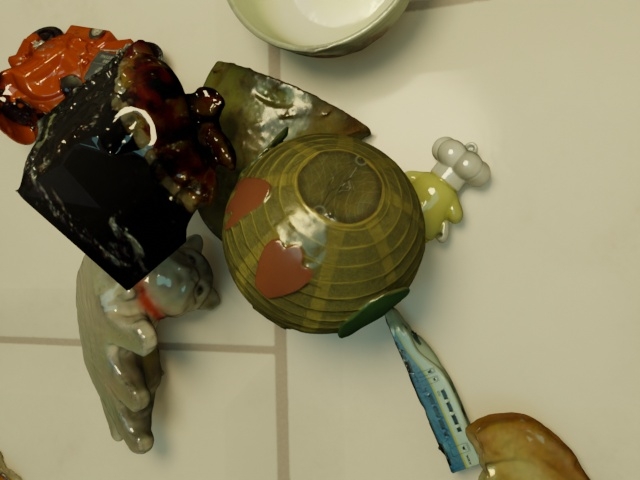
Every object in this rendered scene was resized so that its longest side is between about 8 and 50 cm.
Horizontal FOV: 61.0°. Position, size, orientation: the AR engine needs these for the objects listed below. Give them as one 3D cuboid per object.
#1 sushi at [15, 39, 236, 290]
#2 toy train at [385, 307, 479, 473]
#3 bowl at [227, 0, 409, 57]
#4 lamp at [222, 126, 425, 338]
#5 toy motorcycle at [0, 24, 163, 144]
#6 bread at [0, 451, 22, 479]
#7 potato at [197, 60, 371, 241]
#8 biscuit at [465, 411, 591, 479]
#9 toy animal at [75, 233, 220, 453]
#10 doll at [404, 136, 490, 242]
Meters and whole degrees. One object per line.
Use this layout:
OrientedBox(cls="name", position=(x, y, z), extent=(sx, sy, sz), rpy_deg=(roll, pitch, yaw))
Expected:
OrientedBox(cls="sushi", position=(-0.218, -0.116, 0.660), extent=(0.212, 0.227, 0.215), rpy_deg=(-39, 108, 15))
OrientedBox(cls="toy train", position=(0.153, 0.193, 0.747), extent=(0.051, 0.052, 0.234), rpy_deg=(-24, 83, 12))
OrientedBox(cls="bowl", position=(0.012, -0.374, 0.740), extent=(0.276, 0.145, 0.278), rpy_deg=(1, 92, 16))
OrientedBox(cls="lamp", position=(0.000, 0.000, 0.684), extent=(0.249, 0.284, 0.251), rpy_deg=(3, 66, -6))
OrientedBox(cls="toy motorcycle", position=(-0.403, -0.247, 0.873), extent=(0.325, 0.148, 0.222), rpy_deg=(16, 72, 22))
OrientedBox(cls="bread", position=(-0.603, 0.456, 0.983), extent=(0.126, 0.044, 0.129), rpy_deg=(33, 96, 13))
OrientedBox(cls="potato", position=(-0.101, -0.106, 0.796), extent=(0.269, 0.112, 0.256), rpy_deg=(26, 98, 17))
OrientedBox(cls="biscuit", position=(0.287, 0.362, 0.692), extent=(0.154, 0.045, 0.300), rpy_deg=(-11, 89, -4))
OrientedBox(cls="toy animal", position=(-0.255, 0.146, 0.835), extent=(0.266, 0.188, 0.308), rpy_deg=(-21, 92, 39))
OrientedBox(cls="doll", position=(0.158, -0.066, 0.739), extent=(0.106, 0.062, 0.163), rpy_deg=(41, 103, 14))
